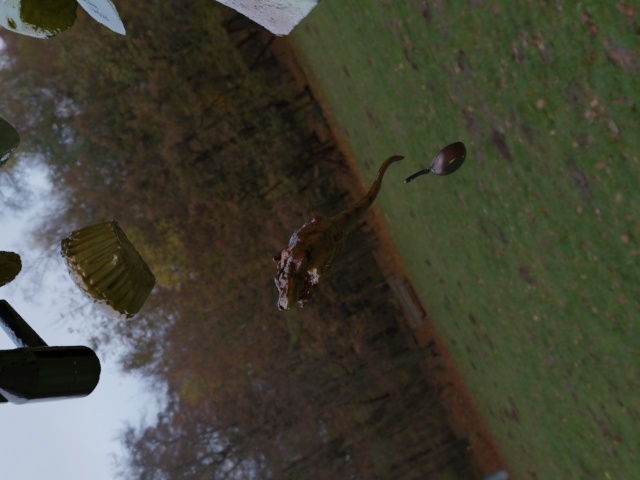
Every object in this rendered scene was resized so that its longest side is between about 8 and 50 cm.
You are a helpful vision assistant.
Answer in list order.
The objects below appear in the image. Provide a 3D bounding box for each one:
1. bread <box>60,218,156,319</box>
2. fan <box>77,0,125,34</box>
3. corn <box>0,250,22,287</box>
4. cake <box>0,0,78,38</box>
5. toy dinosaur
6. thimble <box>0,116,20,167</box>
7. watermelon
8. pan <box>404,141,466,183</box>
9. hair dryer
[{"bbox_3d":[-0.478,0.067,1.513,0.240,0.139,0.240,58,177,5],"label":"bread"},{"bbox_3d":[-0.367,-0.405,0.893,0.182,0.010,0.310,35,164,31],"label":"fan"},{"bbox_3d":[-0.717,0.074,1.354,0.097,0.097,0.262,63,-160,0],"label":"corn"},{"bbox_3d":[-0.601,-0.561,1.383,0.179,0.260,0.156,17,-170,41],"label":"cake"},{"bbox_3d":[0.000,0.000,1.153,0.097,0.208,0.432,37,-136,-2],"label":"toy dinosaur"},{"bbox_3d":[-0.747,-0.154,1.293,0.195,0.291,0.291,38,-168,-20],"label":"thimble"},{"bbox_3d":[-0.082,-0.485,1.113,0.310,0.193,0.232,19,171,17],"label":"watermelon"},{"bbox_3d":[0.189,-0.115,1.063,0.023,0.115,0.068,57,176,26],"label":"pan"},{"bbox_3d":[-0.634,0.216,1.357,0.302,0.116,0.244,35,-174,26],"label":"hair dryer"}]
